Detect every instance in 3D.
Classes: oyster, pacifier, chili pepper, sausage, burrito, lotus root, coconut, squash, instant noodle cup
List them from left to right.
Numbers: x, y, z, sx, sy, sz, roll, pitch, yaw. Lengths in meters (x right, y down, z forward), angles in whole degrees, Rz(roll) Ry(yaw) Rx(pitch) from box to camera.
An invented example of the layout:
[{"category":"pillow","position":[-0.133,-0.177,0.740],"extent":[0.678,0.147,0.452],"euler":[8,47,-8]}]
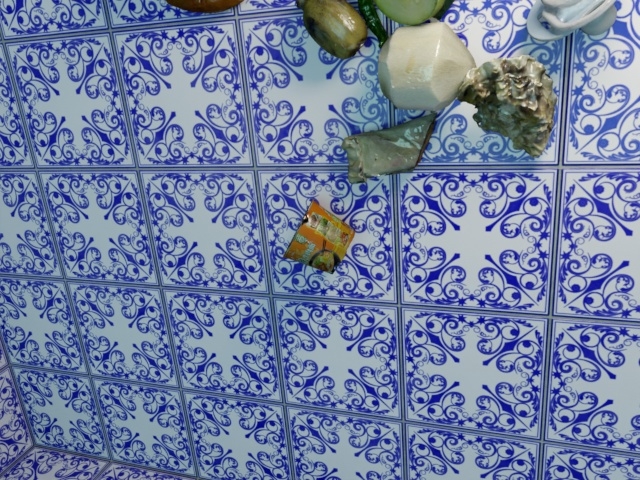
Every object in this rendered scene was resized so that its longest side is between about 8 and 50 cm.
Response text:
[{"category":"sausage","position":[-0.364,-0.780,1.785],"extent":[0.302,0.076,0.103],"euler":[7,113,17]},{"category":"instant noodle cup","position":[0.000,0.000,1.892],"extent":[0.182,0.230,0.230],"euler":[28,118,-3]},{"category":"lotus root","position":[0.021,-0.658,1.661],"extent":[0.278,0.154,0.154],"euler":[48,118,6]},{"category":"chili pepper","position":[0.155,-0.649,1.651],"extent":[0.050,0.073,0.182],"euler":[-26,95,3]},{"category":"burrito","position":[0.227,-0.284,1.755],"extent":[0.347,0.107,0.175],"euler":[-14,121,27]},{"category":"squash","position":[0.219,-0.683,1.465],"extent":[0.252,0.049,0.252],"euler":[39,155,22]},{"category":"coconut","position":[0.302,-0.484,1.574],"extent":[0.265,0.237,0.238],"euler":[3,111,17]},{"category":"oyster","position":[0.539,-0.370,1.564],"extent":[0.237,0.115,0.351],"euler":[-23,125,26]},{"category":"pacifier","position":[0.686,-0.599,1.444],"extent":[0.207,0.227,0.279],"euler":[26,127,-37]}]

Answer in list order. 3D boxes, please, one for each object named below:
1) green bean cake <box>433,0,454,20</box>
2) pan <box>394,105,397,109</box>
[{"category":"green bean cake","position":[0.324,-0.703,1.496],"extent":[0.107,0.208,0.193],"euler":[38,116,5]},{"category":"pan","position":[0.227,-0.461,1.727],"extent":[0.068,0.023,0.115],"euler":[-2,109,20]}]
